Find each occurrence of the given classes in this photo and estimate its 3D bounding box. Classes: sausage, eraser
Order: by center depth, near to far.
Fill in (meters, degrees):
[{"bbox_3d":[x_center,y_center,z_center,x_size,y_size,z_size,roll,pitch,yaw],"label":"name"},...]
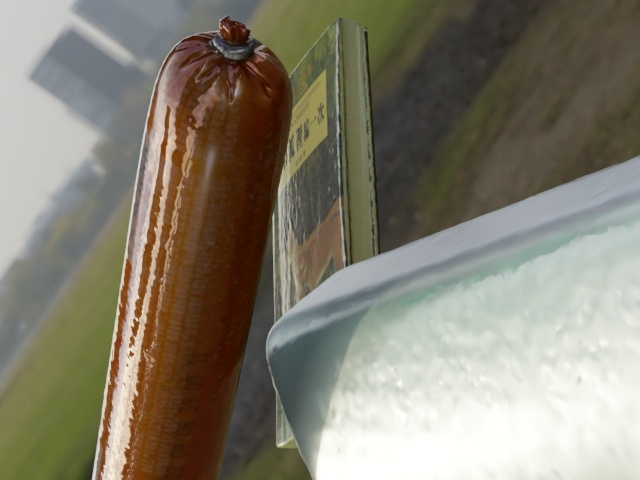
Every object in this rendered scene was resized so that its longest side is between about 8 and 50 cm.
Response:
[{"bbox_3d":[0.111,0.071,0.692,0.104,0.189,0.290,-42,10,-29],"label":"eraser"},{"bbox_3d":[-0.057,0.049,0.776,0.053,0.053,0.348,-61,-11,-46],"label":"sausage"}]

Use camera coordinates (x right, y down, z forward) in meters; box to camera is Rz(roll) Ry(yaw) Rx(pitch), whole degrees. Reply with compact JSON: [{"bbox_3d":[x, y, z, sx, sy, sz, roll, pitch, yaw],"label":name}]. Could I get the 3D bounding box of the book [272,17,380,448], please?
[{"bbox_3d":[0.000,0.000,1.187,0.160,0.024,0.228,137,133,-66],"label":"book"}]
